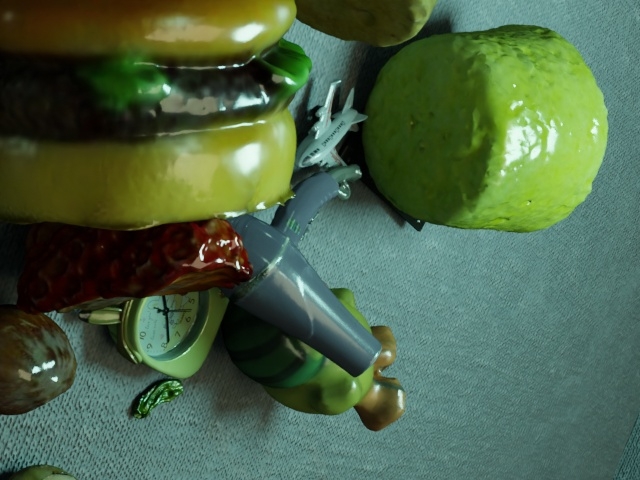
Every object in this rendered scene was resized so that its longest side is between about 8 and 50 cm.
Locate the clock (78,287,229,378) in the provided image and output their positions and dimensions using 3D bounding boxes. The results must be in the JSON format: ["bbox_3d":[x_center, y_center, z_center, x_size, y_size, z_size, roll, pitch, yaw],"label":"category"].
[{"bbox_3d":[-0.229,0.092,1.698,0.232,0.069,0.170,27,86,-53],"label":"clock"}]

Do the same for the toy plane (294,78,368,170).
[{"bbox_3d":[0.009,-0.162,1.878,0.171,0.066,0.162,-38,135,-34],"label":"toy plane"}]

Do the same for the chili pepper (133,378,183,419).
[{"bbox_3d":[-0.237,0.228,1.792,0.091,0.030,0.034,-32,156,-37],"label":"chili pepper"}]

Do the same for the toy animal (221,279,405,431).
[{"bbox_3d":[-0.026,0.166,1.893,0.338,0.191,0.216,36,39,-43],"label":"toy animal"}]

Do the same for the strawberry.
[{"bbox_3d":[-0.215,0.000,1.454,0.265,0.336,0.149,-4,86,-38],"label":"strawberry"}]

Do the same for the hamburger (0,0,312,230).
[{"bbox_3d":[-0.197,-0.184,1.331,0.396,0.396,0.277,-18,114,-47],"label":"hamburger"}]

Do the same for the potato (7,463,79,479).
[{"bbox_3d":[-0.375,0.383,1.651,0.164,0.081,0.200,-36,131,-26],"label":"potato"}]

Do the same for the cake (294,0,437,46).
[{"bbox_3d":[0.062,-0.463,1.587,0.321,0.332,0.332,-63,144,-18],"label":"cake"}]

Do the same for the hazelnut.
[{"bbox_3d":[-0.371,0.148,1.479,0.143,0.143,0.154,-66,159,-3],"label":"hazelnut"}]

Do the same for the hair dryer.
[{"bbox_3d":[0.000,0.000,1.785,0.301,0.121,0.361,40,45,-9],"label":"hair dryer"}]

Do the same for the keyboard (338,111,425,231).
[{"bbox_3d":[0.147,-0.090,2.115,0.103,0.041,0.381,-62,144,-9],"label":"keyboard"}]

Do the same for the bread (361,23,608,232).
[{"bbox_3d":[0.255,-0.183,1.964,0.308,0.348,0.348,-2,109,-46],"label":"bread"}]
